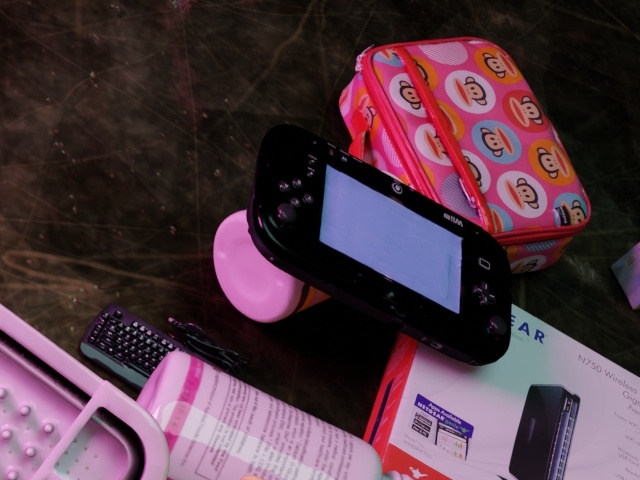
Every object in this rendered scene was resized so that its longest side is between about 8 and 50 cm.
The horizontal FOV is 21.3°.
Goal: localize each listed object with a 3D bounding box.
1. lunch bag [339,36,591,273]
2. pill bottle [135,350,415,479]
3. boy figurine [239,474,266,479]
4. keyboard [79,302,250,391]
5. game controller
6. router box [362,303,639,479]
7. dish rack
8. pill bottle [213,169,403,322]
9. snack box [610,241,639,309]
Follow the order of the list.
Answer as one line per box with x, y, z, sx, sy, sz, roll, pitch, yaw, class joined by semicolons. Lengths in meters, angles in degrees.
0.147;-0.094;1.959;0.258;0.120;0.293;-8;59;-32;lunch bag
-0.044;0.228;1.540;0.283;0.160;0.160;27;46;-9;pill bottle
0.029;0.302;1.362;0.285;0.092;0.177;37;47;1;boy figurine
-0.133;0.117;1.665;0.192;0.038;0.100;32;45;-8;keyboard
0.065;0.005;1.705;0.319;0.067;0.166;28;55;-25;game controller
0.213;0.226;1.768;0.335;0.082;0.301;30;46;-10;router box
-0.321;0.183;1.394;0.333;0.072;0.285;37;84;-2;dish rack
0.000;0.000;1.782;0.208;0.119;0.119;-22;70;-42;pill bottle
0.481;0.002;2.049;0.207;0.174;0.070;-7;64;-37;snack box
